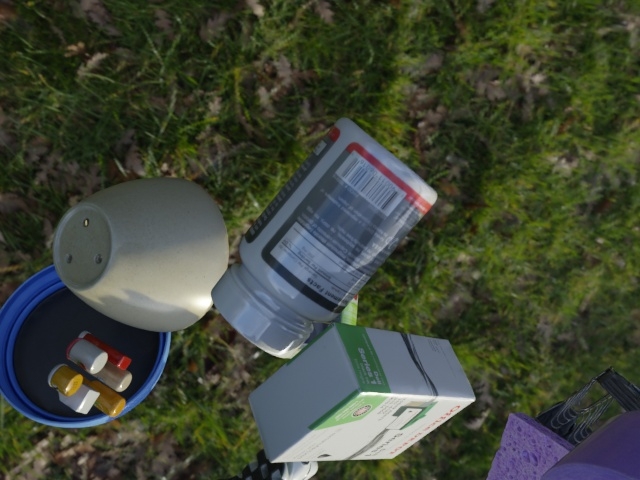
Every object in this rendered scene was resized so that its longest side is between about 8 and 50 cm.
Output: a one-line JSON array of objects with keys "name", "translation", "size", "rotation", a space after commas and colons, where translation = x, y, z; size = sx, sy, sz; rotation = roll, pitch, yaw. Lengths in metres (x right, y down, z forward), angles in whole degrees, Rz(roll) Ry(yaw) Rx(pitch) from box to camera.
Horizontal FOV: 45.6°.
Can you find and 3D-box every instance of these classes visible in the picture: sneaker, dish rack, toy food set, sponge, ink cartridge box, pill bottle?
[{"name": "sneaker", "translation": [-0.135, 0.570, 1.712], "size": [0.146, 0.122, 0.330], "rotation": [19, 133, -42]}, {"name": "dish rack", "translation": [0.457, 0.311, 1.177], "size": [0.074, 0.208, 0.271], "rotation": [-37, 162, -18]}, {"name": "toy food set", "translation": [-0.397, 0.216, 1.274], "size": [0.111, 0.104, 0.232], "rotation": [-59, 162, -12]}, {"name": "sponge", "translation": [0.290, 0.365, 1.089], "size": [0.031, 0.117, 0.210], "rotation": [3, 109, -39]}, {"name": "ink cartridge box", "translation": [0.053, 0.185, 0.901], "size": [0.219, 0.092, 0.160], "rotation": [14, 132, -44]}, {"name": "pill bottle", "translation": [0.000, 0.000, 0.969], "size": [0.283, 0.161, 0.161], "rotation": [-50, 136, 8]}]

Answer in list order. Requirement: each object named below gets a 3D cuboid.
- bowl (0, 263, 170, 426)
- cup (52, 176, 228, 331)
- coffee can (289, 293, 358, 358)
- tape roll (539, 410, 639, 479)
[{"name": "bowl", "translation": [-0.525, 0.225, 1.689], "size": [0.391, 0.391, 0.077], "rotation": [-40, 160, -20]}, {"name": "cup", "translation": [-0.387, 0.020, 1.523], "size": [0.237, 0.331, 0.331], "rotation": [9, 105, -58]}, {"name": "coffee can", "translation": [-0.010, 0.135, 1.791], "size": [0.201, 0.201, 0.275], "rotation": [21, 67, -46]}, {"name": "tape roll", "translation": [0.323, 0.290, 0.666], "size": [0.090, 0.275, 0.275], "rotation": [-28, 128, -24]}]
